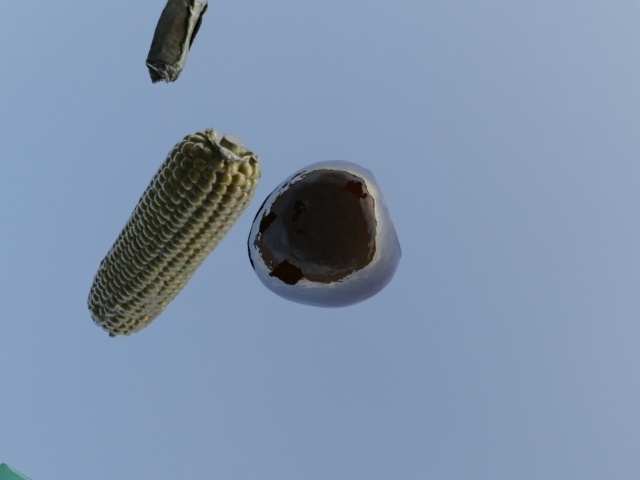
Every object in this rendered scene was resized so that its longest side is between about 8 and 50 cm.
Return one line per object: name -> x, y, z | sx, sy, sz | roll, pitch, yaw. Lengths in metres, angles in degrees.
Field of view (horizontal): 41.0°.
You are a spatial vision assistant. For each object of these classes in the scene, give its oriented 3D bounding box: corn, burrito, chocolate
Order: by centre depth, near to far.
chocolate -> 0.000, 0.000, 0.942 | 0.176, 0.177, 0.177 | -4, -110, 11
burrito -> -0.195, -0.303, 1.193 | 0.058, 0.045, 0.188 | 16, -100, 18
corn -> -0.224, -0.010, 1.281 | 0.144, 0.144, 0.387 | 53, -57, 23

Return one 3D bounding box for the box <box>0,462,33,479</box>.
box -> -0.374, 0.395, 0.885 | 0.205, 0.118, 0.311 | 20, -148, 25
